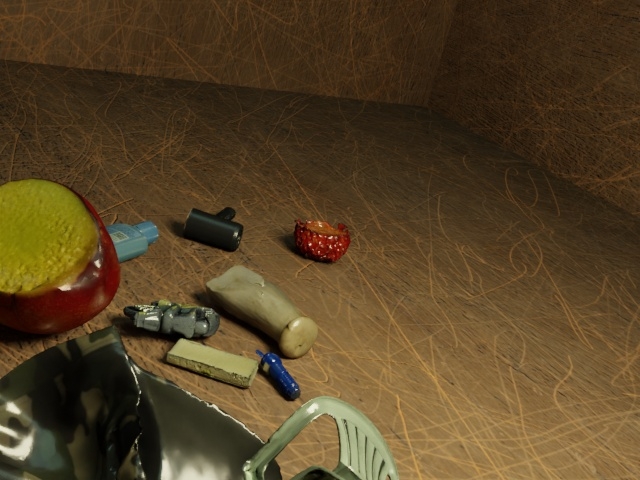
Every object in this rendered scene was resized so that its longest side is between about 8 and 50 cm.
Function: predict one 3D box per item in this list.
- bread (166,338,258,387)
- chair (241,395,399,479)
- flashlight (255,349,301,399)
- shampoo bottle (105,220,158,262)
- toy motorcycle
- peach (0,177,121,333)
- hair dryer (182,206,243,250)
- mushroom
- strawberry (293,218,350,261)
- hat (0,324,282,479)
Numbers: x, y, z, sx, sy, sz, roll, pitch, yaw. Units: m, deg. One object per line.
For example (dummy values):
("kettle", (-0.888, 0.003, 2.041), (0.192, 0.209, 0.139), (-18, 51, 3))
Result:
("bread", (-0.184, 0.209, 1.481), (0.153, 0.028, 0.068), (16, 21, 5))
("chair", (0.025, 0.323, 1.029), (0.203, 0.190, 0.274), (48, -4, -14))
("flashlight", (-0.072, 0.232, 1.493), (0.057, 0.035, 0.121), (30, 11, -43))
("shampoo bottle", (-0.427, 0.009, 1.770), (0.104, 0.061, 0.258), (23, 22, 22))
("toy motorcycle", (-0.250, 0.142, 1.547), (0.193, 0.061, 0.124), (8, 5, -37))
("peach", (-0.446, 0.038, 1.437), (0.274, 0.249, 0.245), (30, -1, 34))
("hair dryer", (-0.224, -0.044, 2.056), (0.128, 0.070, 0.255), (18, 16, 6))
("mushroom", (-0.106, 0.129, 1.650), (0.247, 0.096, 0.108), (33, 2, 32))
("strawberry", (0.000, 0.000, 2.055), (0.145, 0.086, 0.145), (15, 21, -6))
("hat", (-0.242, 0.313, 1.063), (0.382, 0.257, 0.366), (50, 23, -16))
